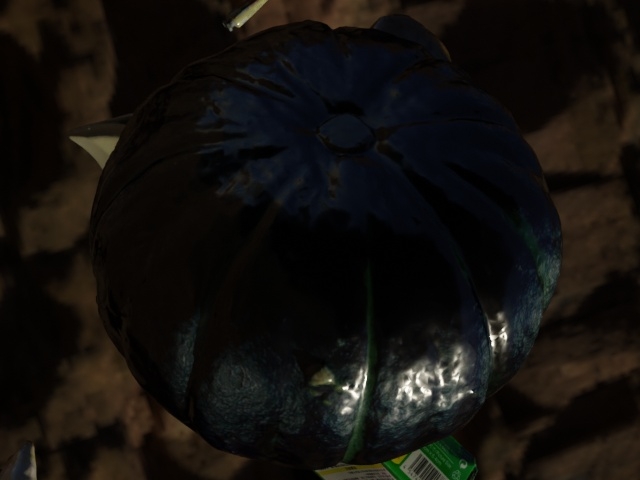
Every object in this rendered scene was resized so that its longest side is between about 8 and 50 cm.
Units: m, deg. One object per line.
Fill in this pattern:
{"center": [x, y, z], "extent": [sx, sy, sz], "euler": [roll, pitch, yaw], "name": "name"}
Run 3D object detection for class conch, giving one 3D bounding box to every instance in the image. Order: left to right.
{"center": [-0.409, 0.344, 2.134], "extent": [0.104, 0.094, 0.176], "euler": [134, -47, -59], "name": "conch"}

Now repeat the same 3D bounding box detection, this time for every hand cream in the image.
{"center": [-0.079, -0.297, 2.060], "extent": [0.022, 0.102, 0.035], "euler": [50, -8, -10], "name": "hand cream"}

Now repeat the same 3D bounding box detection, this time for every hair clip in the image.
{"center": [-0.224, -0.109, 2.481], "extent": [0.282, 0.113, 0.172], "euler": [11, -45, 41], "name": "hair clip"}

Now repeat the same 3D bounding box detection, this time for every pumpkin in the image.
{"center": [0.000, 0.000, 1.292], "extent": [0.363, 0.363, 0.266], "euler": [57, -22, 32], "name": "pumpkin"}

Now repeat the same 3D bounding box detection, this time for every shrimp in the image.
{"center": [0.113, -0.141, 2.036], "extent": [0.051, 0.198, 0.262], "euler": [-4, -106, 47], "name": "shrimp"}

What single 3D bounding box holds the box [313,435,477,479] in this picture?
{"center": [0.064, 0.261, 2.167], "extent": [0.250, 0.103, 0.180], "euler": [47, -34, -19], "name": "box"}
